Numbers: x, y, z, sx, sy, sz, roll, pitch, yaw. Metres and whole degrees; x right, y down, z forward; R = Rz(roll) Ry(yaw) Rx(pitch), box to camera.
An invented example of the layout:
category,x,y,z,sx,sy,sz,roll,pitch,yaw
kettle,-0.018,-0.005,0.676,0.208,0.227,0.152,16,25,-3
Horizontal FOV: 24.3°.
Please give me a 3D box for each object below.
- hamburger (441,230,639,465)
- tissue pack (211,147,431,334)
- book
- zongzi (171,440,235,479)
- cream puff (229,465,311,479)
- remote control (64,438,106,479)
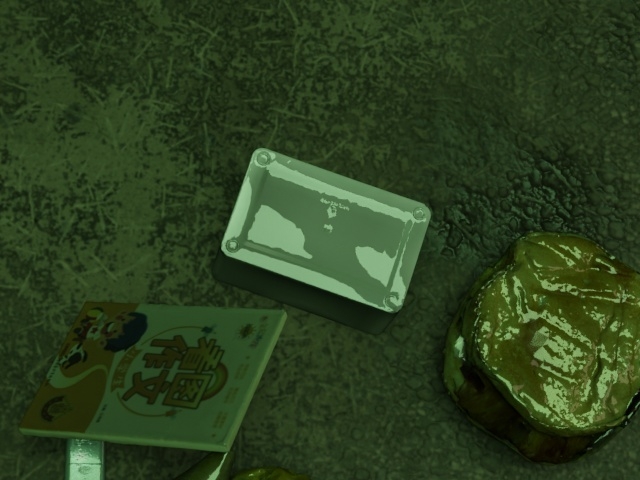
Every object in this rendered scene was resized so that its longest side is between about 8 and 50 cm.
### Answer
category,x,y,z,sx,sy,sz,roll,pitch,yaw
hamburger,0.302,0.143,1.939,0.265,0.134,0.285,36,69,9
tissue pack,0.000,0.001,1.930,0.246,0.136,0.159,20,74,-2
book,-0.204,0.160,1.808,0.295,0.020,0.208,0,47,26
zongzi,-0.338,0.385,1.734,0.447,0.181,0.418,13,98,-3
cream puff,-0.068,0.347,1.836,0.121,0.156,0.156,22,73,-23
remote control,-0.298,0.255,1.888,0.053,0.018,0.124,0,76,-9
